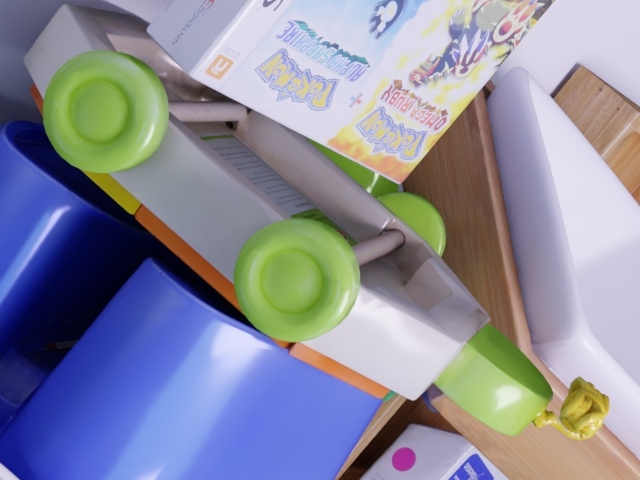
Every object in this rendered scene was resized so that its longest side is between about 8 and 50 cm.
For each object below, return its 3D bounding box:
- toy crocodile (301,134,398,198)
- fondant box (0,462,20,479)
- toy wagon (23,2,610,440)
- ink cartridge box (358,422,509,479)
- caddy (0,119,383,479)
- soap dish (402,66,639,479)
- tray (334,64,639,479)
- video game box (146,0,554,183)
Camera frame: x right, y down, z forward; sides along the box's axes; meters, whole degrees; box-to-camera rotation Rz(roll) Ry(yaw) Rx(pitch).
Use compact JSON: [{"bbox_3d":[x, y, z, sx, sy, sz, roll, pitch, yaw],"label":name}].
[{"bbox_3d":[-0.039,0.070,1.089,0.105,0.115,0.340,18,115,-26],"label":"toy crocodile"},{"bbox_3d":[-0.248,0.101,0.666,0.096,0.238,0.330,-64,153,-23],"label":"fondant box"},{"bbox_3d":[0.000,0.000,0.823,0.068,0.344,0.267,-50,172,13],"label":"toy wagon"},{"bbox_3d":[0.049,0.270,1.293,0.371,0.069,0.176,-45,148,-6],"label":"ink cartridge box"},{"bbox_3d":[-0.103,0.073,0.889,0.179,0.241,0.341,-55,158,9],"label":"caddy"},{"bbox_3d":[0.155,0.045,1.052,0.118,0.291,0.229,-30,127,23],"label":"soap dish"},{"bbox_3d":[0.145,0.061,1.303,0.411,0.076,0.203,-50,146,13],"label":"tray"},{"bbox_3d":[0.038,-0.135,0.807,0.187,0.048,0.205,-49,146,13],"label":"video game box"}]
